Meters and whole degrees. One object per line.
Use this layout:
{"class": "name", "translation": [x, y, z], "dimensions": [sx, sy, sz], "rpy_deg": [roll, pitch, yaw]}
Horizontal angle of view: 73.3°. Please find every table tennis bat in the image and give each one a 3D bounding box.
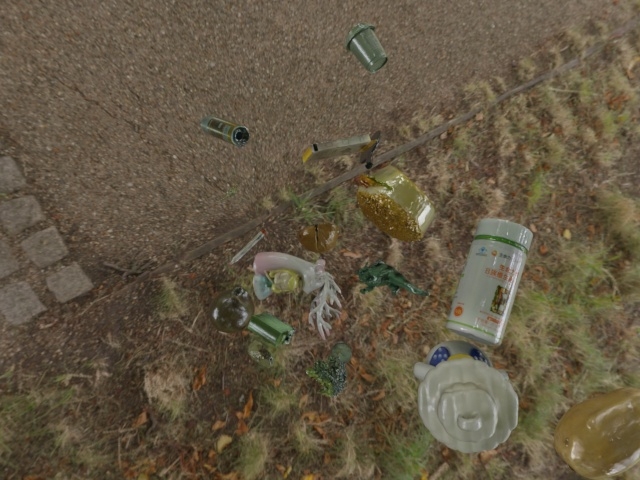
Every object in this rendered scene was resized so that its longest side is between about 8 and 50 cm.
{"class": "table tennis bat", "translation": [0.200, -0.358, 1.734], "dimensions": [0.027, 0.236, 0.150], "rpy_deg": [28, 127, -13]}

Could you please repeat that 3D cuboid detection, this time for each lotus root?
{"class": "lotus root", "translation": [-0.264, 0.513, 1.913], "dimensions": [0.070, 0.144, 0.143], "rpy_deg": [-41, 88, -21]}

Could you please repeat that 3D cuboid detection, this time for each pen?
{"class": "pen", "translation": [-0.316, 0.033, 1.854], "dimensions": [0.218, 0.026, 0.026], "rpy_deg": [-45, 97, -7]}

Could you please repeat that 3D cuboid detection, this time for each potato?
{"class": "potato", "translation": [0.473, 0.313, 0.708], "dimensions": [0.178, 0.109, 0.118], "rpy_deg": [-37, 92, 3]}

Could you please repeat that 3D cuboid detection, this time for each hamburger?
{"class": "hamburger", "translation": [0.246, -0.115, 1.469], "dimensions": [0.179, 0.276, 0.294], "rpy_deg": [-45, 81, -1]}

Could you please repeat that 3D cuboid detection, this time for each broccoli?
{"class": "broccoli", "translation": [0.021, 0.499, 1.595], "dimensions": [0.160, 0.167, 0.155], "rpy_deg": [-7, 89, 29]}

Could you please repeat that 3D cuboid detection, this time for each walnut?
{"class": "walnut", "translation": [0.001, 0.002, 1.654], "dimensions": [0.167, 0.211, 0.087], "rpy_deg": [-17, 75, 6]}

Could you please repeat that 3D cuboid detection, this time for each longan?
{"class": "longan", "translation": [-0.353, 0.274, 1.732], "dimensions": [0.184, 0.159, 0.205], "rpy_deg": [11, 102, -36]}

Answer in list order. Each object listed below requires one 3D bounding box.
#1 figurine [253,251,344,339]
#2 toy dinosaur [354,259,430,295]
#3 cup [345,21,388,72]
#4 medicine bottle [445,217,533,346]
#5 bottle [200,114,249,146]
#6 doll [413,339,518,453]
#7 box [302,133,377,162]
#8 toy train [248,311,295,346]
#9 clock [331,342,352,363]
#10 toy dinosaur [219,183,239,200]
{"class": "figurine", "translation": [-0.063, 0.177, 1.522], "dimensions": [0.315, 0.206, 0.285], "rpy_deg": [1, 96, 20]}
{"class": "toy dinosaur", "translation": [0.192, 0.127, 1.316], "dimensions": [0.120, 0.292, 0.079], "rpy_deg": [-37, 118, -12]}
{"class": "cup", "translation": [0.164, -0.652, 1.466], "dimensions": [0.120, 0.120, 0.141], "rpy_deg": [-34, 81, -5]}
{"class": "medicine bottle", "translation": [0.264, 0.065, 0.675], "dimensions": [0.086, 0.086, 0.183], "rpy_deg": [22, 80, -8]}
{"class": "bottle", "translation": [-0.380, -0.435, 1.696], "dimensions": [0.082, 0.286, 0.082], "rpy_deg": [-18, 121, -33]}
{"class": "doll", "translation": [0.200, 0.203, 0.614], "dimensions": [0.138, 0.293, 0.119], "rpy_deg": [4, 91, 15]}
{"class": "box", "translation": [0.065, -0.325, 1.514], "dimensions": [0.247, 0.129, 0.033], "rpy_deg": [-14, 86, -18]}
{"class": "toy train", "translation": [-0.102, 0.181, 0.887], "dimensions": [0.093, 0.056, 0.038], "rpy_deg": [26, 99, 24]}
{"class": "clock", "translation": [0.082, 0.444, 1.694], "dimensions": [0.085, 0.017, 0.085], "rpy_deg": [-3, 66, 6]}
{"class": "toy dinosaur", "translation": [-0.307, -0.163, 1.472], "dimensions": [0.041, 0.113, 0.026], "rpy_deg": [-20, 113, 35]}
